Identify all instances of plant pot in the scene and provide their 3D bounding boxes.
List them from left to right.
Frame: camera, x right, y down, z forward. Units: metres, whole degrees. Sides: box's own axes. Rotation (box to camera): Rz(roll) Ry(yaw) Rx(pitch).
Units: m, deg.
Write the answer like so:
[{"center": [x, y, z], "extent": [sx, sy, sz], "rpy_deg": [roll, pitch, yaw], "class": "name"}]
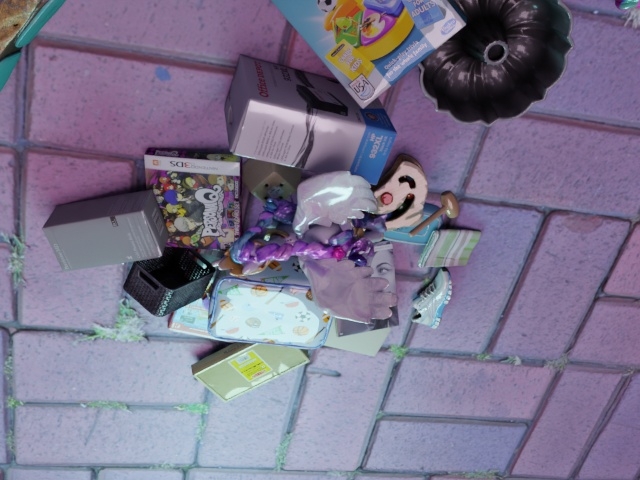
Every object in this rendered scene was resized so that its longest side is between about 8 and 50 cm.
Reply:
[{"center": [-0.109, -0.133, 1.801], "extent": [0.109, 0.096, 0.109], "rpy_deg": [-39, 122, 17], "class": "plant pot"}]

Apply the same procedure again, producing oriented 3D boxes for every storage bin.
[{"center": [-0.342, 0.086, 1.849], "extent": [0.122, 0.180, 0.084], "rpy_deg": [38, 118, 16], "class": "storage bin"}]

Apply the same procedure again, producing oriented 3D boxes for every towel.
[{"center": [0.322, 0.021, 2.016], "extent": [0.152, 0.023, 0.113], "rpy_deg": [0, 128, -31], "class": "towel"}]

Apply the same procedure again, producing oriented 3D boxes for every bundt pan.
[{"center": [0.343, -0.410, 1.676], "extent": [0.330, 0.124, 0.331], "rpy_deg": [-5, 126, -7], "class": "bundt pan"}]

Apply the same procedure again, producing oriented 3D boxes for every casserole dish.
[{"center": [0.213, -0.040, 1.968], "extent": [0.188, 0.037, 0.114], "rpy_deg": [10, 122, -16], "class": "casserole dish"}]

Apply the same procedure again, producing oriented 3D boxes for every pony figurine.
[{"center": [0.000, 0.000, 1.664], "extent": [0.350, 0.363, 0.303], "rpy_deg": [-3, 102, 25], "class": "pony figurine"}]

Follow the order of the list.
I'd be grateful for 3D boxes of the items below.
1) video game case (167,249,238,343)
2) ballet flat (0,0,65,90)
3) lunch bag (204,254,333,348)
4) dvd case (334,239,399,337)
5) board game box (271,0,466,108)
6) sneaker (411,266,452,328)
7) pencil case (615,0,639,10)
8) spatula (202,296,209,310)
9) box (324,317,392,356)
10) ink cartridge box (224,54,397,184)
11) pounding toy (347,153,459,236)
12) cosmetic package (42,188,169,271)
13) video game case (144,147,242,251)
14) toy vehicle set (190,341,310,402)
[{"center": [-0.239, 0.129, 2.006], "extent": [0.204, 0.025, 0.285], "rpy_deg": [14, 121, -20], "class": "video game case"}, {"center": [-0.605, -0.384, 1.530], "extent": [0.123, 0.123, 0.348], "rpy_deg": [33, 114, -29], "class": "ballet flat"}, {"center": [-0.117, 0.144, 1.878], "extent": [0.303, 0.115, 0.243], "rpy_deg": [9, 132, -9], "class": "lunch bag"}, {"center": [0.107, 0.118, 2.001], "extent": [0.164, 0.018, 0.221], "rpy_deg": [-9, 101, -15], "class": "dvd case"}, {"center": [0.071, -0.459, 1.532], "extent": [0.253, 0.079, 0.336], "rpy_deg": [-37, 103, 23], "class": "board game box"}, {"center": [0.282, 0.149, 2.097], "extent": [0.082, 0.071, 0.191], "rpy_deg": [7, 123, -9], "class": "sneaker"}, {"center": [0.631, -0.581, 1.627], "extent": [0.104, 0.104, 0.236], "rpy_deg": [-19, 127, 3], "class": "pencil case"}, {"center": [-0.173, 0.087, 1.954], "extent": [0.084, 0.030, 0.296], "rpy_deg": [34, 113, -27], "class": "spatula"}, {"center": [0.034, 0.201, 2.068], "extent": [0.275, 0.094, 0.113], "rpy_deg": [16, 120, -22], "class": "box"}, {"center": [-0.027, -0.246, 1.658], "extent": [0.307, 0.223, 0.129], "rpy_deg": [11, 122, -18], "class": "ink cartridge box"}, {"center": [0.169, -0.097, 1.829], "extent": [0.269, 0.155, 0.154], "rpy_deg": [-12, 108, 6], "class": "pounding toy"}, {"center": [-0.466, -0.021, 1.780], "extent": [0.237, 0.107, 0.127], "rpy_deg": [-12, 122, 9], "class": "cosmetic package"}, {"center": [-0.278, -0.087, 1.803], "extent": [0.210, 0.042, 0.232], "rpy_deg": [6, 122, 2], "class": "video game case"}, {"center": [-0.181, 0.321, 2.130], "extent": [0.266, 0.035, 0.166], "rpy_deg": [-27, 135, 9], "class": "toy vehicle set"}]
